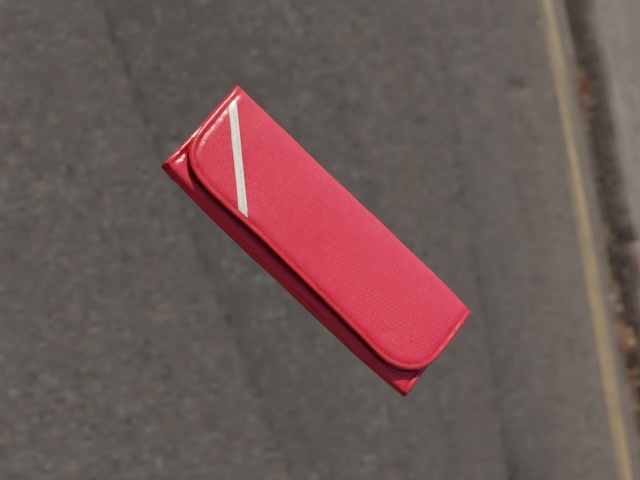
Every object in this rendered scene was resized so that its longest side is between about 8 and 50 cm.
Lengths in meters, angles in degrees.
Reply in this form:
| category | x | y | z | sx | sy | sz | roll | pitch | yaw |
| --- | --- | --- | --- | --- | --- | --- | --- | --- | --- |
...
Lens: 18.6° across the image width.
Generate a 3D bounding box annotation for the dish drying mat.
| category | x | y | z | sx | sy | sz | roll | pitch | yaw |
| --- | --- | --- | --- | --- | --- | --- | --- | --- | --- |
| dish drying mat | 0.000 | 0.000 | 0.488 | 0.083 | 0.008 | 0.032 | 43 | 59 | -6 |
